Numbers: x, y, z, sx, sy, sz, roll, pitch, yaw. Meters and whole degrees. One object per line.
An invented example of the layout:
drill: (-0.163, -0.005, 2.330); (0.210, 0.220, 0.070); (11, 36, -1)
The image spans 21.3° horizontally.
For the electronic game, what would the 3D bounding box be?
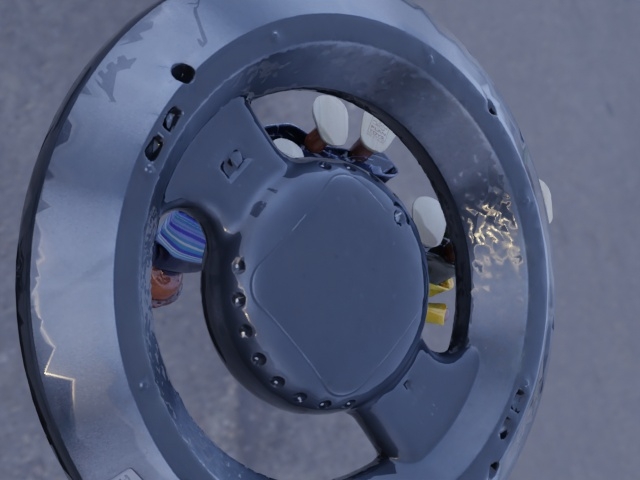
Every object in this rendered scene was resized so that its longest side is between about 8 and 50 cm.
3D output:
electronic game: (-0.002, 0.016, 0.603); (0.229, 0.048, 0.229); (3, 86, -37)

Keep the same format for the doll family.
doll family: (0.000, 0.000, 0.723); (0.193, 0.111, 0.076); (24, 56, -21)
